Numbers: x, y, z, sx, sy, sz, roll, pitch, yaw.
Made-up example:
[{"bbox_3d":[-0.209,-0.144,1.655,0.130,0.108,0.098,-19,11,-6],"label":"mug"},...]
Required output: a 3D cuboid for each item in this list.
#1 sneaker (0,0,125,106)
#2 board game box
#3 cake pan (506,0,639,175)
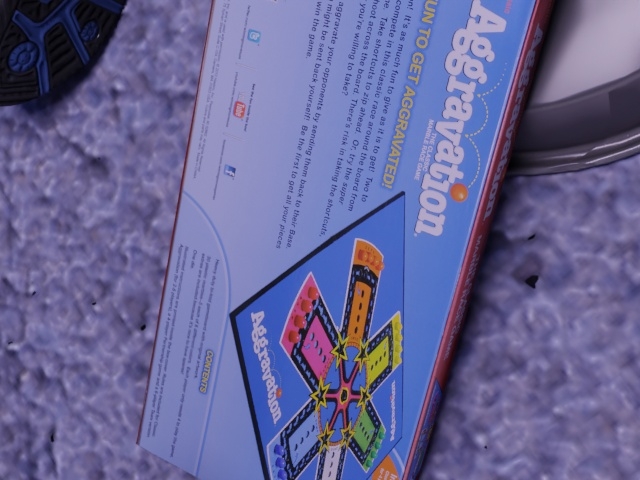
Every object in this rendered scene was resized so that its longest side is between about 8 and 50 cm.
[{"bbox_3d":[-0.147,-0.172,0.548,0.081,0.080,0.211,21,87,29],"label":"sneaker"},{"bbox_3d":[0.000,0.000,0.461,0.145,0.027,0.281,23,113,24],"label":"board game box"},{"bbox_3d":[0.086,-0.176,0.451,0.293,0.054,0.293,0,89,24],"label":"cake pan"}]
